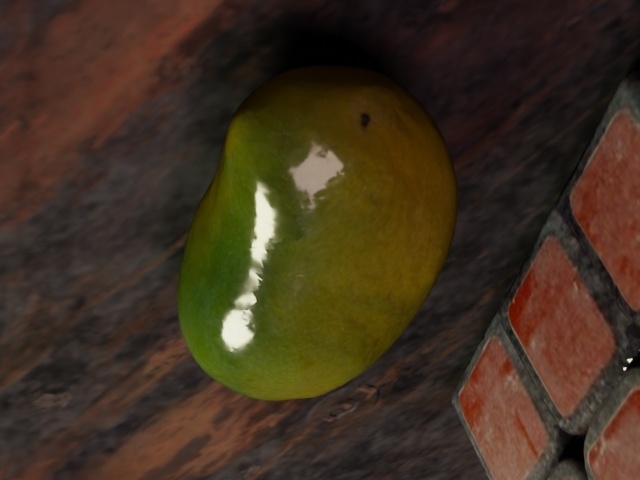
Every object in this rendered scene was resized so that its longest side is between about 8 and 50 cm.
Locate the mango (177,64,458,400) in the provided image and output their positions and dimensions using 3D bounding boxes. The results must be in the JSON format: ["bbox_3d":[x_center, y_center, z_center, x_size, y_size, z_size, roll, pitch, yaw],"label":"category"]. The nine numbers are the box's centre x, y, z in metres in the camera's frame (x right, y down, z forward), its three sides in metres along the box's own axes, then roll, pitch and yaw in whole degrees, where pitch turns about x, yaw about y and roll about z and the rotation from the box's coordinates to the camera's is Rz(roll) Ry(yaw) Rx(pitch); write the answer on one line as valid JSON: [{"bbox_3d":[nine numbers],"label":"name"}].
[{"bbox_3d":[0.003,0.001,0.647,0.122,0.085,0.191,-5,144,-25],"label":"mango"}]

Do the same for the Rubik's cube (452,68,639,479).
[{"bbox_3d":[0.292,0.097,0.790,0.301,0.304,0.305,-9,147,-25],"label":"Rubik's cube"}]
